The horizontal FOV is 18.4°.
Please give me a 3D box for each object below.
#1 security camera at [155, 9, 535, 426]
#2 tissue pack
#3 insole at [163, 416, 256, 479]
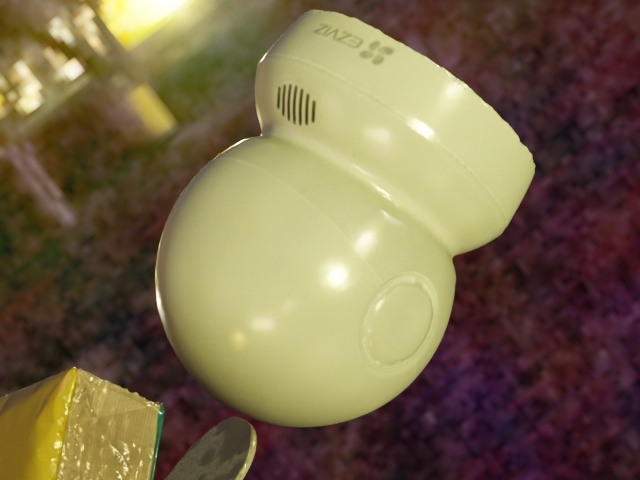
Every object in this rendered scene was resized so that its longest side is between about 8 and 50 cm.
[{"bbox_3d":[0.000,0.000,1.232,0.236,0.194,0.194,-57,13,-10],"label":"security camera"},{"bbox_3d":[-0.183,0.158,1.223,0.169,0.082,0.120,-22,51,45],"label":"tissue pack"},{"bbox_3d":[-0.089,0.140,0.725,0.193,0.006,0.065,-49,22,-1],"label":"insole"}]
